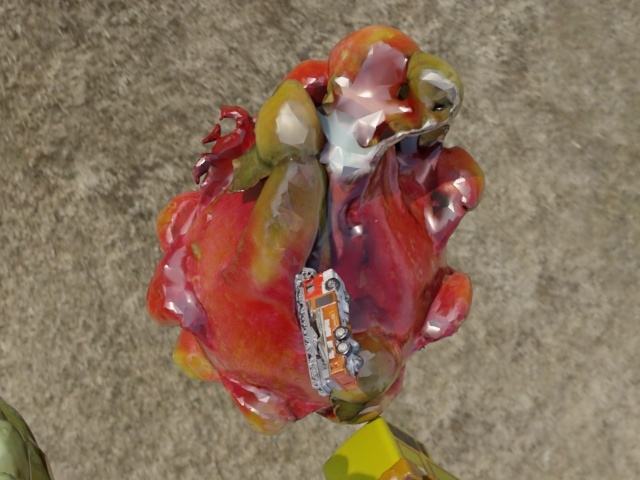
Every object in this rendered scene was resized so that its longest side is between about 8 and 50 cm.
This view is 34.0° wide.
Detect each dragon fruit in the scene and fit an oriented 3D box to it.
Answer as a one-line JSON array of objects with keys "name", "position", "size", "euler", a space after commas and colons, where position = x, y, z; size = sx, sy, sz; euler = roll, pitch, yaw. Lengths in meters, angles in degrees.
[{"name": "dragon fruit", "position": [-0.004, -0.005, 0.742], "size": [0.227, 0.243, 0.307], "euler": [4, 106, -15]}]

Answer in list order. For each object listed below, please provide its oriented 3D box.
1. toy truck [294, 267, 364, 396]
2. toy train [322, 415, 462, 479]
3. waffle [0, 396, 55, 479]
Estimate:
[{"name": "toy truck", "position": [0.004, 0.048, 0.589], "size": [0.032, 0.083, 0.024], "euler": [-24, 140, 17]}, {"name": "toy train", "position": [0.083, 0.210, 0.756], "size": [0.219, 0.127, 0.089], "euler": [36, 106, -32]}, {"name": "waffle", "position": [-0.115, 0.150, 0.418], "size": [0.054, 0.223, 0.204], "euler": [-18, 95, -19]}]
